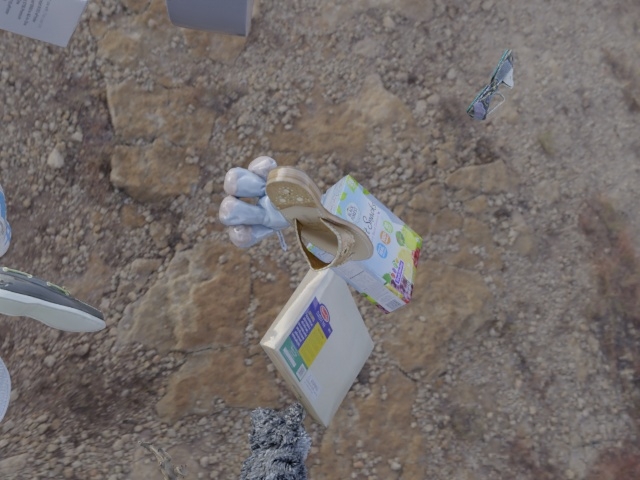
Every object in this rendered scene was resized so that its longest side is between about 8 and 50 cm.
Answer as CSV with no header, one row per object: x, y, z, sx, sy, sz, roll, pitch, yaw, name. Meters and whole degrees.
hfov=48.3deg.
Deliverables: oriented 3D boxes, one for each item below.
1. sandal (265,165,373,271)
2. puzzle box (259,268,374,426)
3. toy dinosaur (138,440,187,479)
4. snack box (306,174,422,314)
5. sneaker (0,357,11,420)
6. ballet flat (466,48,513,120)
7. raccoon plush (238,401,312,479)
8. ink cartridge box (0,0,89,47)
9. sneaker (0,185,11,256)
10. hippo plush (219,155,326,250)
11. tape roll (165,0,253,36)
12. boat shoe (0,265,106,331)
-0.006,0.001,0.937,0.240,0.088,0.079,48,44,-49,sandal
0.007,0.262,1.802,0.272,0.052,0.408,-55,143,-26,puzzle box
-0.299,0.473,1.437,0.053,0.093,0.183,-30,93,-26,toy dinosaur
0.087,0.006,1.323,0.207,0.070,0.174,38,41,-19,snack box
-0.706,0.274,1.430,0.094,0.151,0.255,4,56,-50,sneaker
0.258,-0.223,1.043,0.041,0.041,0.114,33,90,-15,ballet flat
-0.125,0.553,1.733,0.216,0.446,0.299,-5,79,6,raccoon plush
-0.433,-0.397,0.860,0.308,0.129,0.223,11,69,-29,ink cartridge box
-0.531,-0.023,1.113,0.085,0.237,0.086,0,63,-18,sneaker
-0.103,-0.069,1.825,0.234,0.237,0.294,-49,122,-22,hippo plush
-0.089,-0.300,0.645,0.072,0.219,0.219,6,69,-5,tape roll
-0.643,0.144,1.696,0.305,0.109,0.091,27,45,-43,boat shoe
